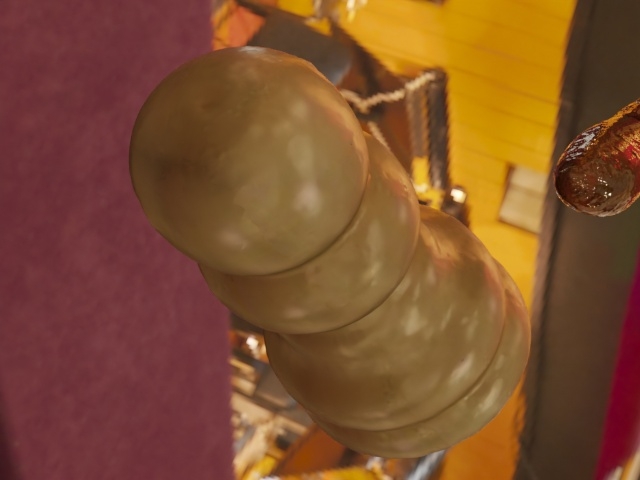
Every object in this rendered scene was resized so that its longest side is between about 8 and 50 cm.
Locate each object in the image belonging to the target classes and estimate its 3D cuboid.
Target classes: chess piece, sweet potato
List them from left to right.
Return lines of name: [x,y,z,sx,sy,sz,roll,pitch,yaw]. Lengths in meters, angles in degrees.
chess piece: [0.000,0.000,0.736,0.167,0.167,0.300,-62,144,-18]
sweet potato: [0.193,-0.066,0.771,0.214,0.050,0.050,-39,144,-48]
